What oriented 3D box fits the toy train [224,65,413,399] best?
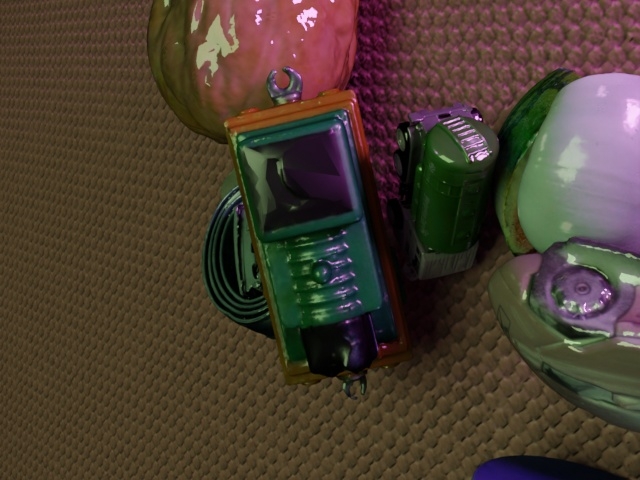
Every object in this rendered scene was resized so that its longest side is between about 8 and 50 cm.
[{"bbox_3d":[0.000,0.000,1.062,0.178,0.249,0.429,-13,96,2],"label":"toy train"}]

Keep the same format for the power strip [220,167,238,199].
[{"bbox_3d":[-0.092,-0.123,1.419,0.227,0.029,0.080,-50,53,32],"label":"power strip"}]

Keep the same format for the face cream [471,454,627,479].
[{"bbox_3d":[0.247,0.373,0.894,0.249,0.249,0.225,25,107,43],"label":"face cream"}]

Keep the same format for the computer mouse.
[{"bbox_3d":[0.329,0.126,0.861,0.389,0.199,0.115,22,61,32],"label":"computer mouse"}]

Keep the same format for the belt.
[{"bbox_3d":[-0.078,0.010,1.306,0.206,0.116,0.267,-32,53,22],"label":"belt"}]

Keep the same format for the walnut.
[{"bbox_3d":[-0.086,-0.300,1.242,0.306,0.306,0.344,6,90,45],"label":"walnut"}]

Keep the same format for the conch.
[{"bbox_3d":[0.300,-0.061,0.916,0.121,0.185,0.221,-124,20,-50],"label":"conch"}]

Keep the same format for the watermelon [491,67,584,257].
[{"bbox_3d":[0.243,-0.105,1.037,0.231,0.128,0.146,-60,33,28],"label":"watermelon"}]

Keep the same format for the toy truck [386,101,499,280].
[{"bbox_3d":[0.148,-0.055,1.043,0.242,0.101,0.125,91,162,-52],"label":"toy truck"}]
